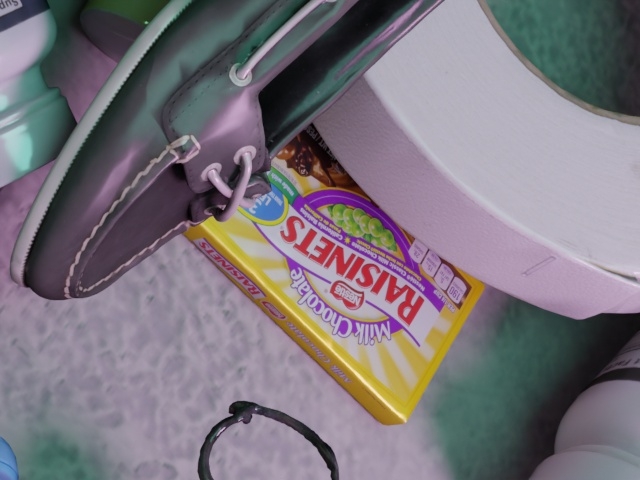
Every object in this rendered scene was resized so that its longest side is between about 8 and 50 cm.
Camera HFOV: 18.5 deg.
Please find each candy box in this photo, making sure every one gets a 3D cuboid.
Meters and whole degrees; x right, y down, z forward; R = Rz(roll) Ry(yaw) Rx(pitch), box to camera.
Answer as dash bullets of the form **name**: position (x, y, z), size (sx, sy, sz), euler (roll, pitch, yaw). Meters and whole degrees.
- **candy box**: position (0.000, 0.000, 1.093), size (0.206, 0.027, 0.105), euler (44, 63, -23)

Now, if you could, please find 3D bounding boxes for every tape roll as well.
- **tape roll**: position (0.154, -0.147, 1.140), size (0.392, 0.072, 0.392), euler (10, 67, -23)

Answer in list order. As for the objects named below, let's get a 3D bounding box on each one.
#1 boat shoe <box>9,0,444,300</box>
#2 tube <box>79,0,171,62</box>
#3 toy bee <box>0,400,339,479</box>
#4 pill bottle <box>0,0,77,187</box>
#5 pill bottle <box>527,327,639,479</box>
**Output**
- **boat shoe**: position (-0.015, -0.090, 0.949), size (0.095, 0.112, 0.335), euler (35, 73, 11)
- **tube**: position (-0.048, -0.200, 1.054), size (0.062, 0.070, 0.240), euler (72, 40, -63)
- **toy bee**: position (-0.159, 0.169, 0.885), size (0.298, 0.162, 0.195), euler (12, 56, -3)
- **pill bottle**: position (-0.187, -0.111, 0.921), size (0.108, 0.108, 0.180), euler (-32, 103, -35)
- **pill bottle**: position (0.243, 0.115, 1.170), size (0.283, 0.161, 0.161), euler (-43, 108, -33)
